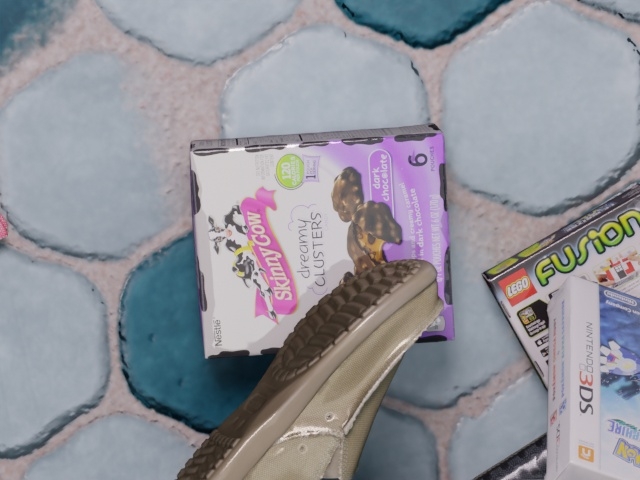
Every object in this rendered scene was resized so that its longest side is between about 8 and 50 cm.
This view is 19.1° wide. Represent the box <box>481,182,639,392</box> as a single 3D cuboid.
[{"bbox_3d":[0.246,0.025,1.509,0.207,0.036,0.114,-29,99,1],"label":"box"}]

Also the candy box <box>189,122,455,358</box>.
[{"bbox_3d":[0.000,0.000,1.471,0.196,0.070,0.165,-4,100,-3],"label":"candy box"}]

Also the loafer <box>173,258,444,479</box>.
[{"bbox_3d":[0.001,0.126,1.403,0.268,0.102,0.092,-47,108,-3],"label":"loafer"}]

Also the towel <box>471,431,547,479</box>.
[{"bbox_3d":[0.249,0.301,1.553,0.312,0.056,0.324,-33,97,-1],"label":"towel"}]

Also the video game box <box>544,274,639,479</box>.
[{"bbox_3d":[0.268,0.134,1.422,0.205,0.187,0.048,19,137,-12],"label":"video game box"}]

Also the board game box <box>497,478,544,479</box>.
[{"bbox_3d":[0.092,0.349,1.481,0.318,0.066,0.319,-2,95,-5],"label":"board game box"}]

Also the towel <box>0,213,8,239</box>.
[{"bbox_3d":[-0.344,-0.063,1.461,0.144,0.029,0.197,-24,100,0],"label":"towel"}]
